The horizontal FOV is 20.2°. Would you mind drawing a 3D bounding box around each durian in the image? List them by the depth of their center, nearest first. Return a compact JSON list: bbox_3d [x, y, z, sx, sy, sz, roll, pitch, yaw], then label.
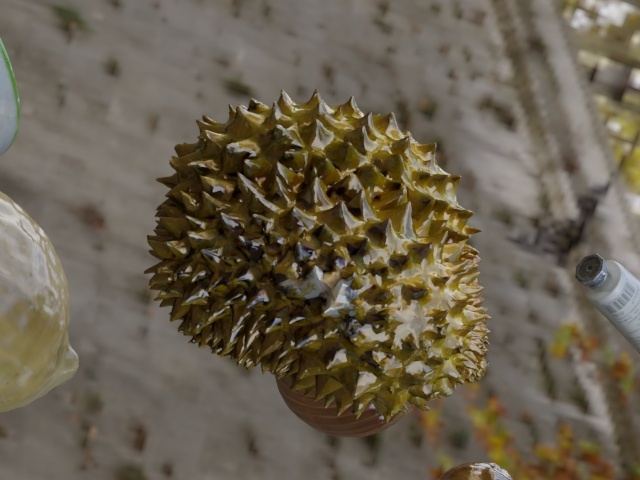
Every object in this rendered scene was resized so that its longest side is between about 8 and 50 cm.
[{"bbox_3d":[-0.005,0.007,1.139,0.183,0.249,0.138,-69,166,17],"label":"durian"}]

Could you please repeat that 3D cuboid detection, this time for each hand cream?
[{"bbox_3d":[0.297,0.072,1.651,0.067,0.194,0.042,-50,-142,1],"label":"hand cream"}]

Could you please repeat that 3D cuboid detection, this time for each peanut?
[{"bbox_3d":[-0.306,0.025,1.382,0.174,0.340,0.158,-55,-146,3],"label":"peanut"}]

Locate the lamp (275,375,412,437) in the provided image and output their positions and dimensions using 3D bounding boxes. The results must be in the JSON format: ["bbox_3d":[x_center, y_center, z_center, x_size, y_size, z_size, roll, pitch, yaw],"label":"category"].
[{"bbox_3d":[0.027,0.100,1.524,0.136,0.136,0.136,-163,-90,-75],"label":"lamp"}]

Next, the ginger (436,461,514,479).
[{"bbox_3d":[0.070,0.334,1.485,0.321,0.172,0.165,-38,172,-16],"label":"ginger"}]

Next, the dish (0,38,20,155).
[{"bbox_3d":[-0.426,-0.168,1.593,0.124,0.324,0.324,-45,179,-32],"label":"dish"}]
